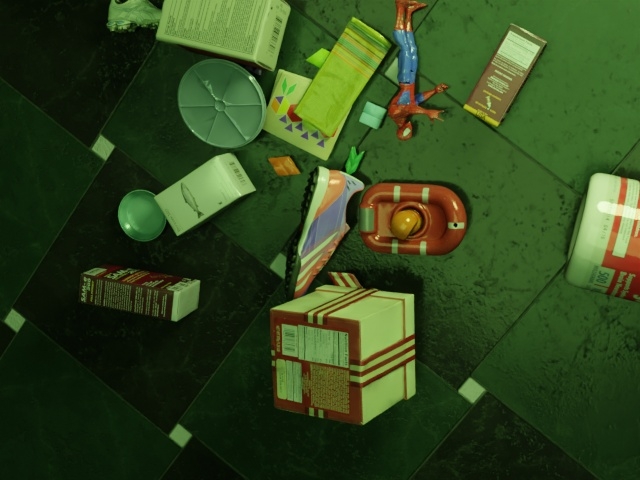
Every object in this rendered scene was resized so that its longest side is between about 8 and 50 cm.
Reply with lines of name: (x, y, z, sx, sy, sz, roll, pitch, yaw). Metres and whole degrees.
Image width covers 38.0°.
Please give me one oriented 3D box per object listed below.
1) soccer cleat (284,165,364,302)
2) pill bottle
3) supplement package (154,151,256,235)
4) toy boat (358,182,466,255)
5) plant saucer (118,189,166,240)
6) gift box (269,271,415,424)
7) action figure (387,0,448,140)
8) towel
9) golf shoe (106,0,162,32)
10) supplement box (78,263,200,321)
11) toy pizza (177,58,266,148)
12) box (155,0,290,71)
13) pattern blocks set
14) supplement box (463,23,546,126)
soccer cleat: (0.000, 0.000, 2.003, 0.117, 0.108, 0.318, 12, 109, -11)
pill bottle: (0.689, 0.023, 1.759, 0.408, 0.229, 0.228, 14, 103, 12)
supplement package: (-0.253, -0.103, 2.044, 0.179, 0.105, 0.105, -32, 92, 18)
toy boat: (0.184, -0.038, 1.919, 0.231, 0.151, 0.150, 3, 101, 14)
plant saucer: (-0.406, -0.058, 2.136, 0.119, 0.021, 0.119, 2, 100, 14)
gift box: (0.042, 0.216, 1.954, 0.276, 0.258, 0.255, 11, 105, 33)
action figure: (0.209, -0.339, 1.886, 0.139, 0.091, 0.280, 11, 103, 25)
towel: (0.044, -0.339, 1.941, 0.102, 0.021, 0.237, 36, 107, 7)
golf shoe: (-0.386, -0.503, 2.030, 0.176, 0.069, 0.085, -1, 94, 14)
supplement box: (-0.410, 0.115, 2.111, 0.240, 0.130, 0.073, 9, 102, 12)
toy pizza: (-0.210, -0.294, 1.995, 0.201, 0.032, 0.201, 7, 119, 14)
box: (-0.202, -0.456, 1.942, 0.232, 0.127, 0.148, 16, 95, 15)
pattern blocks set: (-0.035, -0.273, 1.998, 0.325, 0.026, 0.285, 35, 107, 6)
supplement box: (0.367, -0.327, 1.844, 0.081, 0.104, 0.188, 30, 105, 8)
